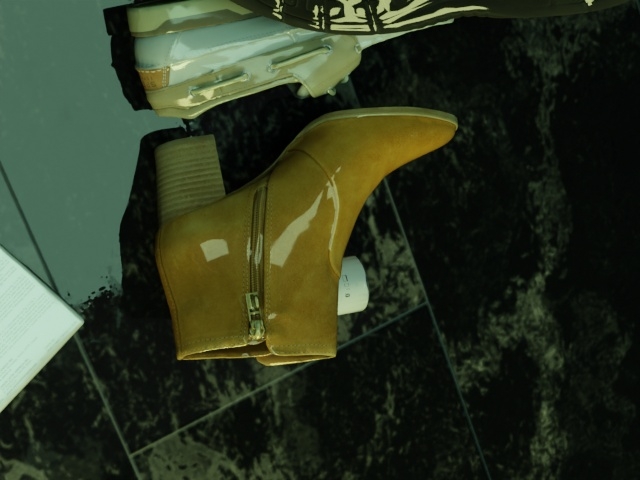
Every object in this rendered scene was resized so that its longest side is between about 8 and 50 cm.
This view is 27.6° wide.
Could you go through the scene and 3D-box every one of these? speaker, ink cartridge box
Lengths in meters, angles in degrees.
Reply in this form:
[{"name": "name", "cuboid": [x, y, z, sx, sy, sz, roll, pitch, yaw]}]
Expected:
[{"name": "speaker", "cuboid": [-0.026, 0.051, 1.225, 0.136, 0.055, 0.055, -10, 103, -22]}, {"name": "ink cartridge box", "cuboid": [-0.317, 0.062, 1.117, 0.179, 0.045, 0.145, 45, 81, -14]}]

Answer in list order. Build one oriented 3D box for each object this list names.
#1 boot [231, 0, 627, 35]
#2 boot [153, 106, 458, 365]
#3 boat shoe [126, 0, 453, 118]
[{"name": "boot", "cuboid": [0.085, -0.310, 1.110, 0.378, 0.284, 0.138, -2, 132, 5]}, {"name": "boot", "cuboid": [-0.001, 0.000, 1.168, 0.295, 0.104, 0.211, -10, 79, -10]}, {"name": "boat shoe", "cuboid": [-0.017, -0.179, 1.167, 0.302, 0.113, 0.103, -10, 105, -11]}]
